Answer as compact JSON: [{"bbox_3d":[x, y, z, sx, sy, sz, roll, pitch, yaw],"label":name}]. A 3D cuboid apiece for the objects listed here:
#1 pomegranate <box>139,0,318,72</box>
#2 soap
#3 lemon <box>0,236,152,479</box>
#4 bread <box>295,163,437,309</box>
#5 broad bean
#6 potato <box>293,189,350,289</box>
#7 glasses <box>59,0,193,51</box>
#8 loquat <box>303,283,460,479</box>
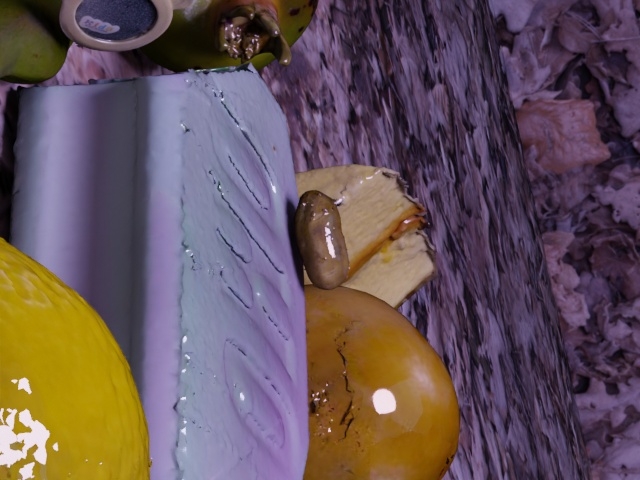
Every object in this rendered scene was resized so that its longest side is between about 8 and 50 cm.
[{"bbox_3d":[-0.094,-0.231,1.484,0.246,0.198,0.198,-74,147,-68],"label":"pomegranate"},{"bbox_3d":[-0.118,0.045,1.295,0.261,0.156,0.446,54,27,-52],"label":"soap"},{"bbox_3d":[-0.209,0.111,0.809,0.310,0.258,0.257,29,49,-70],"label":"lemon"},{"bbox_3d":[0.025,0.032,1.709,0.240,0.178,0.135,55,26,-54],"label":"bread"},{"bbox_3d":[-0.215,-0.181,1.327,0.325,0.067,0.075,-74,169,-63],"label":"broad bean"},{"bbox_3d":[0.000,0.000,1.382,0.051,0.040,0.083,37,43,-78],"label":"potato"},{"bbox_3d":[-0.212,-0.234,1.271,0.190,0.088,0.220,30,16,-38],"label":"glasses"},{"bbox_3d":[0.004,0.150,1.482,0.235,0.235,0.235,-14,90,-73],"label":"loquat"}]
